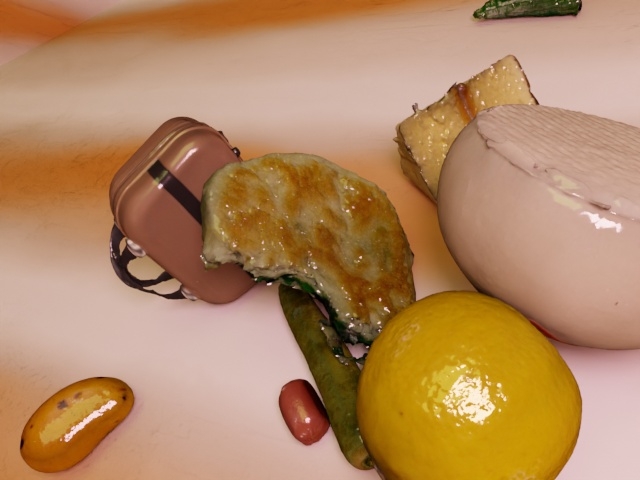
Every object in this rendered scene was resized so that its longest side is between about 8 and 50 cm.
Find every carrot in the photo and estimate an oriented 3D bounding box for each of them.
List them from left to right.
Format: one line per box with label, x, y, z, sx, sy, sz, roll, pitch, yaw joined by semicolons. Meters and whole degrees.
carrot;0.008;0.171;0.825;0.074;0.074;0.358;-29;44;-2

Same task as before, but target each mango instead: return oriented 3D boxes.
mango;-0.388;0.283;0.885;0.115;0.090;0.178;33;67;29

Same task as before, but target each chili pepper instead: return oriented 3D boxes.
chili pepper;0.449;-0.514;1.221;0.227;0.059;0.088;-1;56;25

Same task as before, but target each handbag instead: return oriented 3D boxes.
handbag;-0.215;-0.019;0.928;0.283;0.302;0.149;-41;44;-5

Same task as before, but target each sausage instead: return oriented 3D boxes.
sausage;-0.027;0.240;0.784;0.054;0.059;0.094;-39;51;6

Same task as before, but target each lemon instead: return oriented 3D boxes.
lemon;0.146;0.190;0.624;0.219;0.240;0.240;-35;46;-19

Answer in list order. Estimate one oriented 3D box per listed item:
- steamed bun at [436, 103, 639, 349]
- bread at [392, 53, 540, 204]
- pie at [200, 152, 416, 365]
steamed bun;0.320;-0.012;0.697;0.374;0.241;0.374;9;33;-6
bread;0.266;-0.187;0.984;0.266;0.142;0.178;-32;87;-7
pie;0.000;0.000;0.832;0.371;0.078;0.296;35;52;-6
